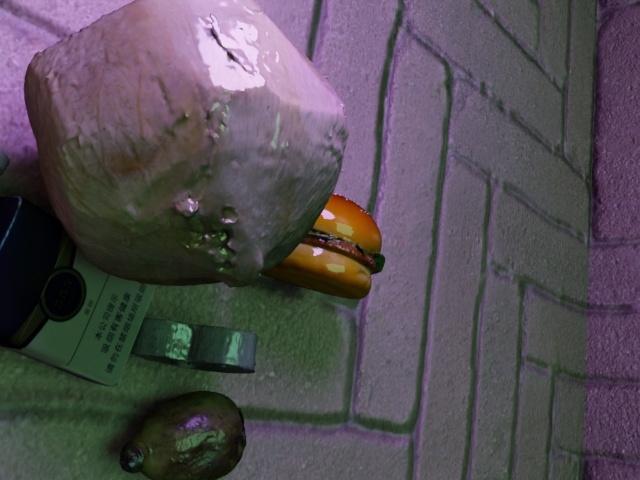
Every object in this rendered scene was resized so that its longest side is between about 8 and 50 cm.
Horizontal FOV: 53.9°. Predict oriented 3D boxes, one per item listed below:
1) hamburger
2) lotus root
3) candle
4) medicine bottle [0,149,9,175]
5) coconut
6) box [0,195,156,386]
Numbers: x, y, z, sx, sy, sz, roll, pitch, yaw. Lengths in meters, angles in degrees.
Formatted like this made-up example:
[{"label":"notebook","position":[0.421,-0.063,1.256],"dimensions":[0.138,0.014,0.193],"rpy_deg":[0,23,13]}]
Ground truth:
[{"label":"hamburger","position":[-0.002,-0.001,1.116],"dimensions":[0.246,0.246,0.170],"rpy_deg":[23,78,-43]},{"label":"lotus root","position":[-0.204,0.301,0.952],"dimensions":[0.214,0.138,0.139],"rpy_deg":[6,82,-43]},{"label":"candle","position":[-0.188,0.167,0.975],"dimensions":[0.168,0.192,0.068],"rpy_deg":[94,4,-74]},{"label":"medicine bottle","position":[-0.445,-0.057,0.765],"dimensions":[0.079,0.079,0.140],"rpy_deg":[43,57,-35]},{"label":"coconut","position":[-0.154,-0.107,0.804],"dimensions":[0.404,0.404,0.405],"rpy_deg":[6,81,-46]},{"label":"box","position":[-0.344,0.075,0.824],"dimensions":[0.259,0.071,0.168],"rpy_deg":[47,54,-53]}]
